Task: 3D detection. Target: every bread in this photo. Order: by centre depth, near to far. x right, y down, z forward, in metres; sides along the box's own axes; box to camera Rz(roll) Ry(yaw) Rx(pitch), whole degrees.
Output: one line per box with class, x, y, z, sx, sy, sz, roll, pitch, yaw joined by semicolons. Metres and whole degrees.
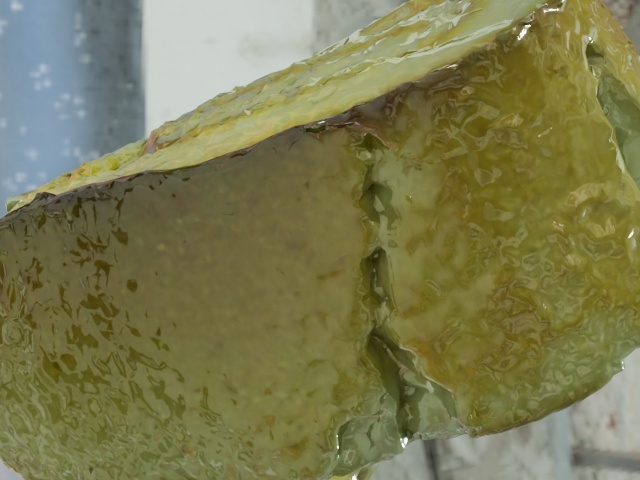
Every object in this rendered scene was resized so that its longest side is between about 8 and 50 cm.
bread;0.000;0.000;0.527;0.257;0.186;0.124;-22;-80;17

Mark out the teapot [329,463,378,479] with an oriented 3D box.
teapot;-0.033;0.139;0.899;0.166;0.130;0.119;-31;-129;8
